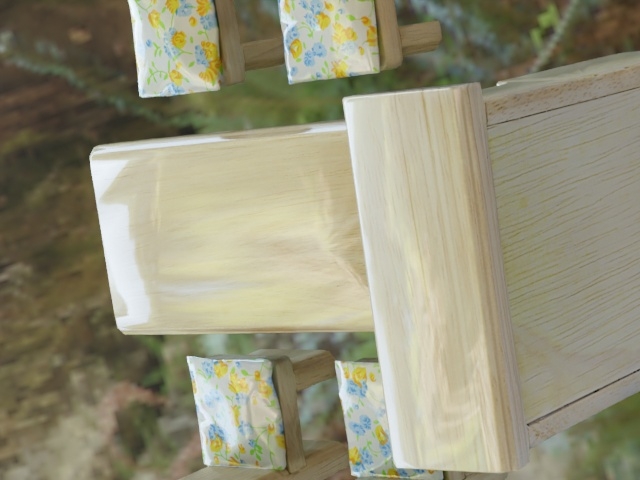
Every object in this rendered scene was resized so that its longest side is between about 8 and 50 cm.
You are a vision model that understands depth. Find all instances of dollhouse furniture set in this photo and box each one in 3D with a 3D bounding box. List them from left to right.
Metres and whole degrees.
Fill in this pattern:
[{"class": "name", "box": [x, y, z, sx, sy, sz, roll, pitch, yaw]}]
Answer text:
[{"class": "dollhouse furniture set", "box": [0.000, 0.000, 0.648, 0.161, 0.242, 0.212, -17, -79, -50]}]
